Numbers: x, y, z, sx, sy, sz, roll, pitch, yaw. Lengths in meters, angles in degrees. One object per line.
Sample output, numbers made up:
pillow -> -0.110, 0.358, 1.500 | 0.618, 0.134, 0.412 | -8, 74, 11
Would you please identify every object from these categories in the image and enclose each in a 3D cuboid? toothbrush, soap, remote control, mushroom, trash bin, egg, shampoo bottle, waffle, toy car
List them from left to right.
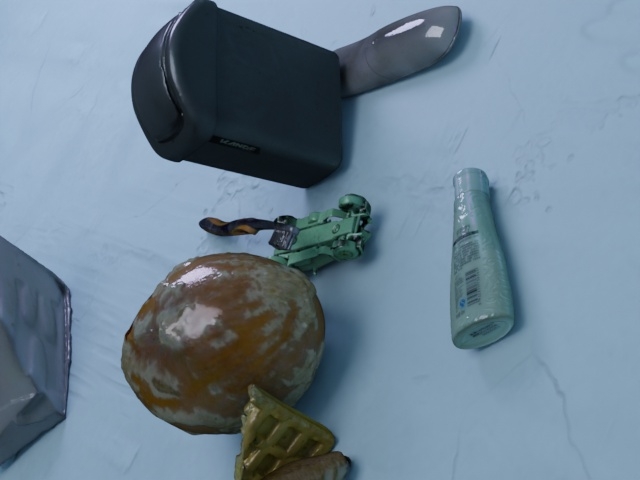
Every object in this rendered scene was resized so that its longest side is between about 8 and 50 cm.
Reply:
soap -> -0.465, 0.111, 1.946 | 0.159, 0.302, 0.258 | -27, 45, 26
egg -> -0.099, 0.106, 1.584 | 0.233, 0.195, 0.195 | -33, 43, 37
trash bin -> -0.093, -0.163, 1.708 | 0.101, 0.236, 0.176 | -33, 51, 47
waffle -> -0.082, 0.244, 1.522 | 0.191, 0.125, 0.032 | -52, 34, 6
toothbrush -> -0.087, -0.013, 1.735 | 0.031, 0.023, 0.321 | -64, 20, -5
mushroom -> -0.051, 0.290, 1.480 | 0.072, 0.094, 0.210 | 20, 85, 51
toy car -> 0.000, 0.000, 1.656 | 0.143, 0.054, 0.073 | -18, 50, 42
remote control -> 0.072, -0.217, 1.734 | 0.229, 0.044, 0.073 | -14, 58, 46
shampoo bottle -> 0.150, 0.012, 1.472 | 0.069, 0.041, 0.190 | -36, 40, 37
